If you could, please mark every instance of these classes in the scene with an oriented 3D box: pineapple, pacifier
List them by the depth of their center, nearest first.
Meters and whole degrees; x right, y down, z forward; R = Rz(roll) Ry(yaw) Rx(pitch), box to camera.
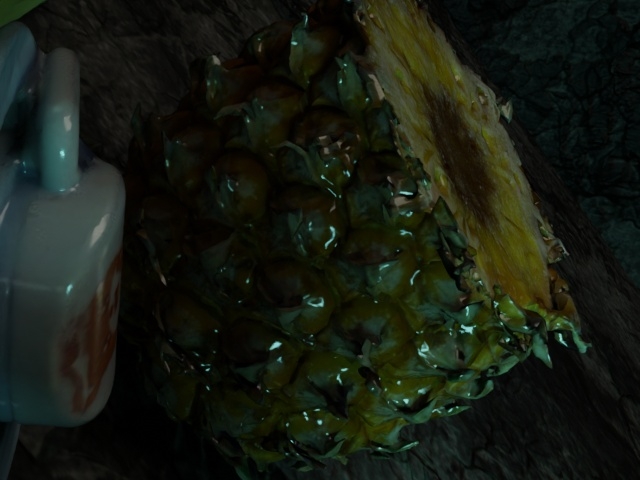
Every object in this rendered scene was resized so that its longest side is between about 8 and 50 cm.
[{"bbox_3d":[-0.208,0.010,0.648,0.207,0.279,0.227,5,36,-8],"label":"pacifier"},{"bbox_3d":[0.002,0.002,0.908,0.352,0.300,0.352,45,22,-24],"label":"pineapple"}]

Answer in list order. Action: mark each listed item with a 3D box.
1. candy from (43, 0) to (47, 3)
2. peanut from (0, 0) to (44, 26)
[{"bbox_3d":[-0.297,-0.355,1.025,0.343,0.142,0.132,52,34,-7],"label":"candy"},{"bbox_3d":[-0.213,-0.129,0.537,0.143,0.291,0.159,52,-10,14],"label":"peanut"}]
